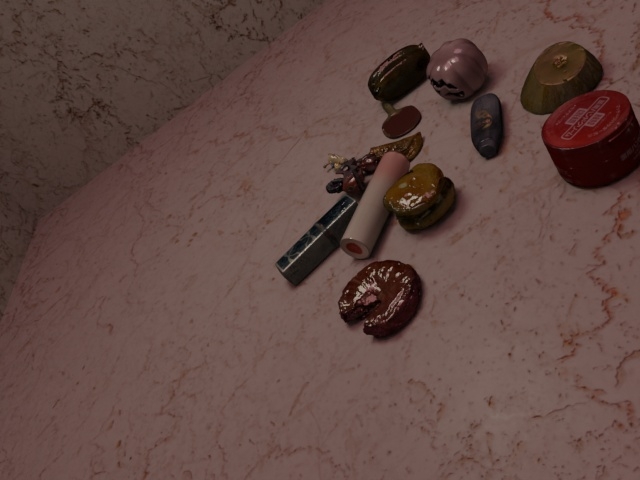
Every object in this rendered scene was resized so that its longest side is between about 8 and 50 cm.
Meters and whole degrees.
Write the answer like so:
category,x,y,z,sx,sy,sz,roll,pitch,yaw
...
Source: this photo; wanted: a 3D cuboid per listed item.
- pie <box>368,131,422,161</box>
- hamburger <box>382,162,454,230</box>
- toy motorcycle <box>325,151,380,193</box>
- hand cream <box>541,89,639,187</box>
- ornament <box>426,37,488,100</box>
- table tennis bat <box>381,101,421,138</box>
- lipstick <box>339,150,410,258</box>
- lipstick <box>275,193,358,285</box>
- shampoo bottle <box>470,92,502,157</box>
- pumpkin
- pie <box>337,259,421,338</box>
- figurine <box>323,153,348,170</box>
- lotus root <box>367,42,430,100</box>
category,x,y,z,sx,sy,sz,roll,pitch,yaw
pie,0.228,-0.264,1.856,0.169,0.034,0.092,-17,59,0
hamburger,0.254,-0.101,1.602,0.177,0.113,0.186,-16,47,25
toy motorcycle,0.117,-0.199,1.884,0.212,0.084,0.118,-39,28,-21
hand cream,0.592,-0.220,1.368,0.193,0.125,0.193,-27,35,21
ornament,0.413,-0.506,1.887,0.177,0.177,0.178,-27,34,21
table tennis bat,0.247,-0.399,2.045,0.131,0.022,0.234,-36,34,8
lipstick,0.153,-0.101,1.716,0.087,0.087,0.327,-6,46,42
lipstick,0.000,0.000,1.764,0.290,0.076,0.077,-45,34,-3
shampoo bottle,0.447,-0.310,1.697,0.087,0.049,0.234,-22,37,31
pumpkin,0.612,-0.437,1.636,0.217,0.110,0.217,-22,40,19
pie,0.137,0.131,1.482,0.218,0.054,0.204,4,53,48
figurine,0.050,-0.249,2.051,0.083,0.047,0.051,19,79,46
lotus root,0.266,-0.564,2.129,0.241,0.123,0.124,-35,59,3
